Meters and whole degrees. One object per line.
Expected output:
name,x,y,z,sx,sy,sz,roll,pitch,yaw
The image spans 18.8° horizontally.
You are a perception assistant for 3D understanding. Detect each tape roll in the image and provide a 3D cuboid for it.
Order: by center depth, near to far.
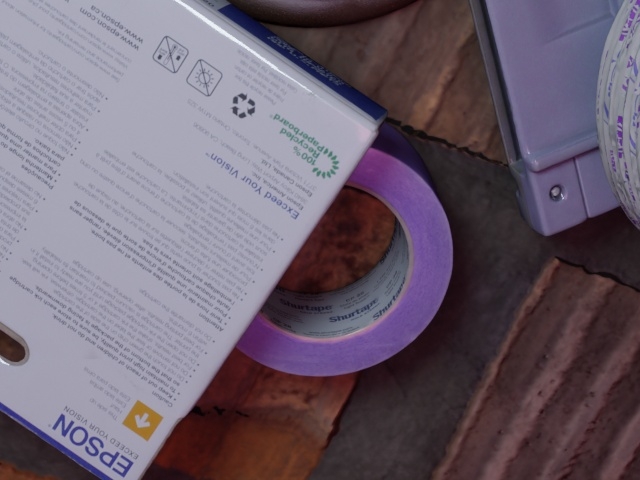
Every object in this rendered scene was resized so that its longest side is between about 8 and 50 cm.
tape roll,0.000,0.000,1.426,0.189,0.080,0.189,-3,115,-6

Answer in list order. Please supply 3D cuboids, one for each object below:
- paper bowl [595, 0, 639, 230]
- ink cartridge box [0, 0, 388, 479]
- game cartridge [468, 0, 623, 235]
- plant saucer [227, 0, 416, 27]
paper bowl,0.318,-0.105,1.306,0.284,0.148,0.284,-8,114,-18
ink cartridge box,-0.174,-0.044,1.345,0.324,0.071,0.330,35,109,1
game cartridge,0.212,-0.200,1.343,0.230,0.068,0.355,-21,117,-8
plant saucer,0.000,-0.288,1.316,0.310,0.050,0.311,-2,113,-6
